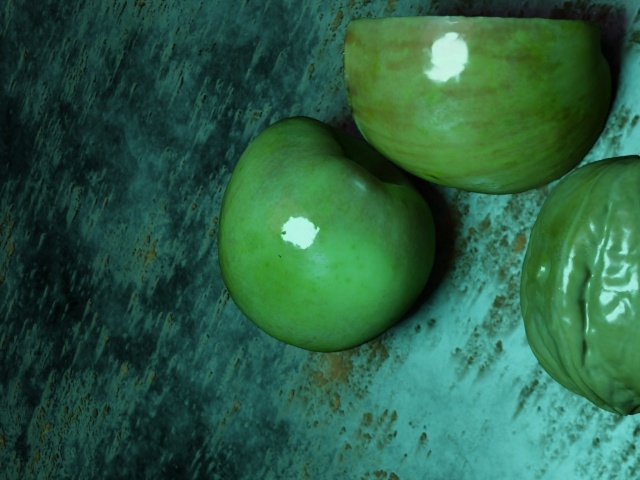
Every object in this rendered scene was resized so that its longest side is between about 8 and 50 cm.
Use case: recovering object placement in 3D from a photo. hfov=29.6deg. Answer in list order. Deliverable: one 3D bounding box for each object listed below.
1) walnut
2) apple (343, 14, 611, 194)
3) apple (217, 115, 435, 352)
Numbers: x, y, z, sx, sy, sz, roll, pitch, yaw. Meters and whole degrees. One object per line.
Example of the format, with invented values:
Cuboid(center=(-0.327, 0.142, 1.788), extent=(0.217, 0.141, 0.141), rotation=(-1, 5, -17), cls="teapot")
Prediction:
Cuboid(center=(0.377, 0.054, 1.448), extent=(0.277, 0.252, 0.313), rotation=(5, 94, 24), cls="walnut")
Cuboid(center=(0.216, -0.206, 1.617), extent=(0.309, 0.314, 0.252), rotation=(12, 53, 37), cls="apple")
Cuboid(center=(0.000, 0.000, 1.700), extent=(0.319, 0.319, 0.277), rotation=(46, 112, 29), cls="apple")
